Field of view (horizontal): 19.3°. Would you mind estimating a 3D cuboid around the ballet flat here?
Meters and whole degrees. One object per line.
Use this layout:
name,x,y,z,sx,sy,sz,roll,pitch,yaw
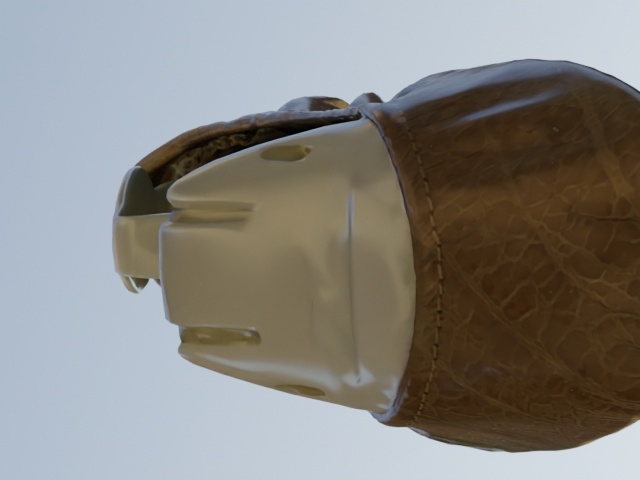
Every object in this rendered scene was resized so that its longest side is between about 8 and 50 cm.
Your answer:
ballet flat,0.000,0.000,0.592,0.124,0.342,0.116,-3,-83,-17
